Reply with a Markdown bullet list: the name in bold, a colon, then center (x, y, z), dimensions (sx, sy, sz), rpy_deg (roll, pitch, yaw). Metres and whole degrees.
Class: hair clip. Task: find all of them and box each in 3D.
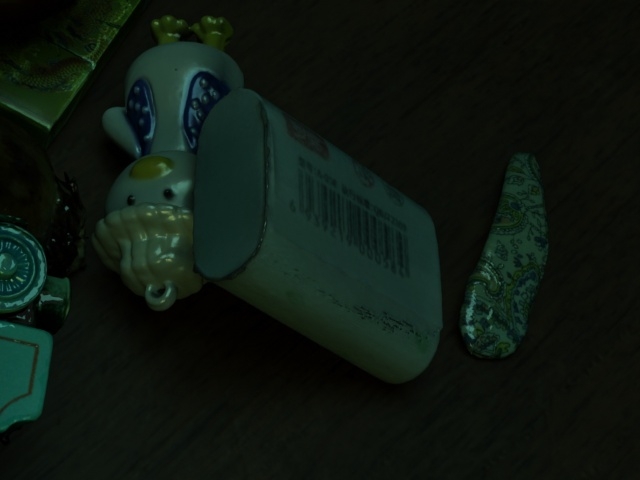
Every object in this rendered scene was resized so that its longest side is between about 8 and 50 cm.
- **hair clip**: center (0.167, 0.005, 1.713), dimensions (0.066, 0.036, 0.229), rpy_deg (24, 53, -10)

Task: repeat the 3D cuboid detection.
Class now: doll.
- **doll**: center (-0.120, -0.068, 1.620), dimensions (0.138, 0.119, 0.293), rpy_deg (-2, 55, 10)

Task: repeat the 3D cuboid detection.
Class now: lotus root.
- **lotus root**: center (-0.318, -0.036, 1.513), dimensions (0.314, 0.141, 0.169), rpy_deg (14, 49, -17)

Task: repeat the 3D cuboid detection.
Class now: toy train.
- **toy train**: center (-0.281, 0.061, 1.370), dimensions (0.203, 0.112, 0.163), rpy_deg (13, 72, -18)

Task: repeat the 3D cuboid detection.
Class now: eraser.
- **eraser**: center (0.000, 0.000, 1.564), dimensions (0.227, 0.081, 0.174), rpy_deg (34, 47, -43)

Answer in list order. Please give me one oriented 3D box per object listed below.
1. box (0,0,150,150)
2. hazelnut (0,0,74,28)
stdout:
- **box**: center (-0.242, -0.231, 1.733), dimensions (0.173, 0.043, 0.311), rpy_deg (29, 54, 2)
- **hazelnut**: center (-0.282, -0.291, 1.607), dimensions (0.234, 0.218, 0.218), rpy_deg (19, 54, -1)
